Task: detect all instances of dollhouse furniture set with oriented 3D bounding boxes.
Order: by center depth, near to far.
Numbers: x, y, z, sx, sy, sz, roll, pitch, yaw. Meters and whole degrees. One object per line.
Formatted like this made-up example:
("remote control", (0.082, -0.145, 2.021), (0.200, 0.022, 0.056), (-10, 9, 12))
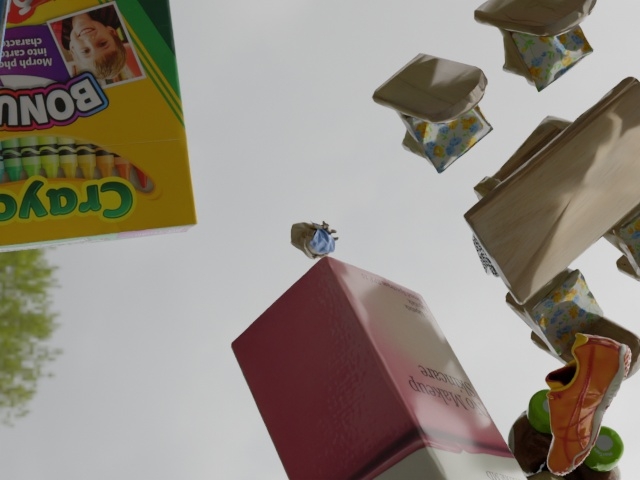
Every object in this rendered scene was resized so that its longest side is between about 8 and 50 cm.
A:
("dollhouse furniture set", (0.330, -0.095, 1.106), (0.394, 0.362, 0.256), (-40, -153, -8))

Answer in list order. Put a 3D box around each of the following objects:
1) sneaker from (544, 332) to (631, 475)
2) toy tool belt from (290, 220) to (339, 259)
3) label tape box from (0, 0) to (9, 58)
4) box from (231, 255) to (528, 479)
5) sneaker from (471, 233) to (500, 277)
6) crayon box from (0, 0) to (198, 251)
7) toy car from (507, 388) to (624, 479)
("sneaker", (0.245, 0.155, 1.107), (0.067, 0.064, 0.175), (19, -55, 11))
("toy tool belt", (0.000, 0.000, 1.559), (0.051, 0.083, 0.052), (-16, -119, 32))
("label tape box", (-0.273, -0.025, 0.685), (0.333, 0.105, 0.241), (173, -76, -68))
("box", (0.050, 0.149, 0.944), (0.127, 0.148, 0.232), (-44, -128, 20))
("sneaker", (0.257, -0.006, 1.516), (0.097, 0.234, 0.084), (-21, -91, 3))
("crayon box", (-0.341, -0.147, 1.307), (0.106, 0.362, 0.313), (155, -72, -75))
("toy car", (0.263, 0.307, 1.405), (0.149, 0.188, 0.155), (35, -29, 23))
